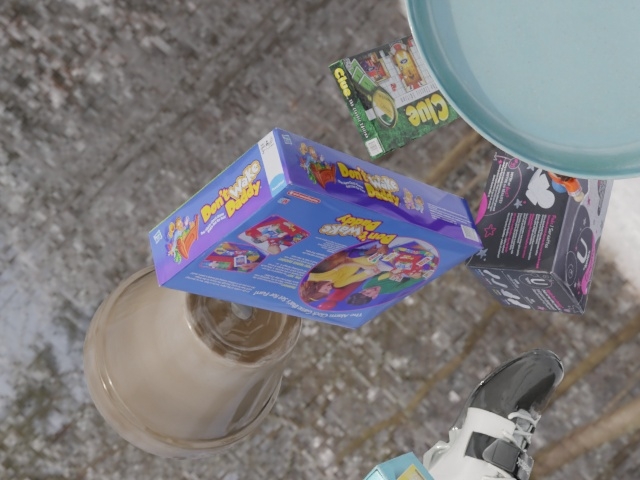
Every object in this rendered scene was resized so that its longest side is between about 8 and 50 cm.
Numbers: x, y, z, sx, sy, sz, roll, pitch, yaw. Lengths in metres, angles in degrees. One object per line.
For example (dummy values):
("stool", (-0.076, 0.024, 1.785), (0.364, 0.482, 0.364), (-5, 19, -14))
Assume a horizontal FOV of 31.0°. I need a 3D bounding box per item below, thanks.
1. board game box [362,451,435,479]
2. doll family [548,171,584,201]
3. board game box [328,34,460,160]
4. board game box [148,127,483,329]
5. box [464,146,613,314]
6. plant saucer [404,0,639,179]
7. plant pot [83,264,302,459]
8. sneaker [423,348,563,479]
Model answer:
("board game box", (0.041, 0.403, 1.070), (0.253, 0.336, 0.079), (50, -157, 19))
("doll family", (0.296, -0.183, 1.416), (0.263, 0.118, 0.163), (64, -170, 8))
("board game box", (0.118, -0.206, 1.568), (0.260, 0.030, 0.136), (-30, -82, -50))
("board game box", (0.000, 0.000, 1.417), (0.347, 0.233, 0.078), (17, -132, -44))
("box", (0.338, -0.034, 1.735), (0.142, 0.247, 0.163), (5, 158, 34))
("plant saucer", (0.217, -0.204, 0.914), (0.317, 0.317, 0.044), (43, 173, -3))
("plant pot", (-0.167, 0.148, 1.767), (0.323, 0.280, 0.323), (12, -118, -24))
("sneaker", (0.231, 0.299, 1.534), (0.122, 0.330, 0.146), (30, -168, -36))
